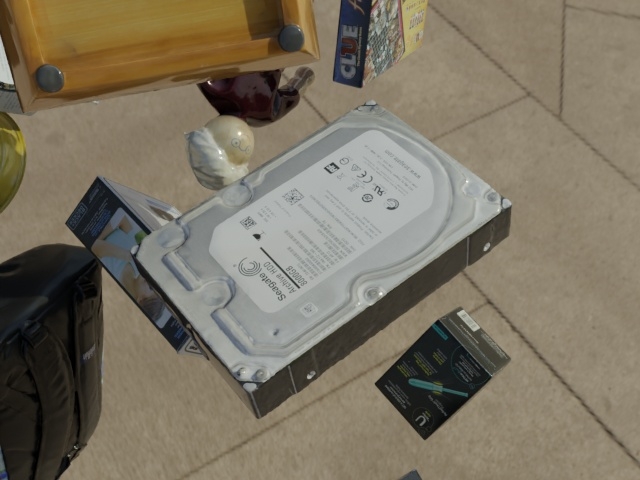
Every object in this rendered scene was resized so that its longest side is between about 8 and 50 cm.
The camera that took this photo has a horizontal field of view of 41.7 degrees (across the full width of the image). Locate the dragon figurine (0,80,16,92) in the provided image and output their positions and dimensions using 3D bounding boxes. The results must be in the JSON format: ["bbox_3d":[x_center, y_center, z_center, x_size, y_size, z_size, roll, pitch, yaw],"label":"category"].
[{"bbox_3d":[-0.449,-0.237,0.888,0.289,0.144,0.085,43,91,-11],"label":"dragon figurine"}]

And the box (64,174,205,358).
[{"bbox_3d":[-0.197,0.042,1.142,0.290,0.169,0.087,42,99,33],"label":"box"}]

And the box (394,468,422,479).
[{"bbox_3d":[0.145,0.529,1.538,0.156,0.093,0.158,-12,67,-49],"label":"box"}]

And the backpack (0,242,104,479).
[{"bbox_3d":[-0.448,0.217,1.256,0.273,0.356,0.290,5,34,21],"label":"backpack"}]

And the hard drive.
[{"bbox_3d":[0.000,0.000,0.891,0.339,0.064,0.237,-34,53,-17],"label":"hard drive"}]

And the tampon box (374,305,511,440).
[{"bbox_3d":[0.191,0.206,1.312,0.120,0.161,0.101,48,27,15],"label":"tampon box"}]

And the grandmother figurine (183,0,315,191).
[{"bbox_3d":[-0.086,-0.226,1.059,0.207,0.104,0.343,21,85,-31],"label":"grandmother figurine"}]

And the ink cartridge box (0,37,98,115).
[{"bbox_3d":[-0.526,-0.342,1.264,0.330,0.071,0.324,6,56,-44],"label":"ink cartridge box"}]

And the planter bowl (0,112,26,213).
[{"bbox_3d":[-0.561,-0.123,1.254,0.217,0.090,0.217,-3,75,10],"label":"planter bowl"}]

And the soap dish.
[{"bbox_3d":[-0.151,-0.245,0.744,0.290,0.229,0.118,-12,20,-8],"label":"soap dish"}]

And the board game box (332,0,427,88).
[{"bbox_3d":[0.088,-0.311,1.102,0.042,0.165,0.243,16,29,19],"label":"board game box"}]
